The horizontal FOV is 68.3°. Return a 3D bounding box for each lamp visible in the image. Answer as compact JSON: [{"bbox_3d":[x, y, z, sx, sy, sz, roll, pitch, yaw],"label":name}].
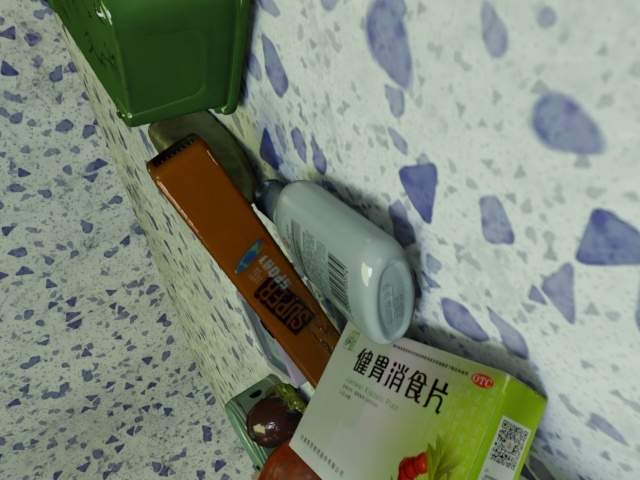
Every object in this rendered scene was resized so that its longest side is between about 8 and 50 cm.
[{"bbox_3d":[-0.099,0.412,1.116,0.156,0.157,0.135,94,160,-59],"label":"lamp"}]

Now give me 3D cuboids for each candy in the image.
[{"bbox_3d":[-0.195,-0.133,0.793,0.234,0.104,0.102,45,155,35],"label":"candy"}]

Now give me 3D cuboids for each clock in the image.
[{"bbox_3d":[-0.088,0.182,0.952,0.150,0.063,0.197,10,124,60],"label":"clock"}]

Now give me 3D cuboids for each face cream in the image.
[{"bbox_3d":[0.000,0.000,0.574,0.291,0.071,0.144,39,148,49],"label":"face cream"}]

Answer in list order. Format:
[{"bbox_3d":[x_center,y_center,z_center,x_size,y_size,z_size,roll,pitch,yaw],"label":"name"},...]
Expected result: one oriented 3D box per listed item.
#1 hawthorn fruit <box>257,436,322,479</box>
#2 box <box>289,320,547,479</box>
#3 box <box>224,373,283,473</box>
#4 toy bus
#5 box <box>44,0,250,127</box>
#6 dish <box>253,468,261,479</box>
[{"bbox_3d":[-0.012,0.440,0.777,0.276,0.307,0.276,-171,90,-89],"label":"hawthorn fruit"},{"bbox_3d":[0.080,0.194,0.495,0.062,0.175,0.260,32,167,-25],"label":"box"},{"bbox_3d":[-0.141,0.500,1.280,0.226,0.149,0.226,43,149,35],"label":"box"},{"bbox_3d":[-0.087,0.040,0.668,0.409,0.093,0.092,56,171,-18],"label":"toy bus"},{"bbox_3d":[-0.243,-0.322,0.600,0.329,0.177,0.253,56,157,15],"label":"box"},{"bbox_3d":[-0.081,0.653,1.345,0.213,0.213,0.091,8,89,61],"label":"dish"}]
